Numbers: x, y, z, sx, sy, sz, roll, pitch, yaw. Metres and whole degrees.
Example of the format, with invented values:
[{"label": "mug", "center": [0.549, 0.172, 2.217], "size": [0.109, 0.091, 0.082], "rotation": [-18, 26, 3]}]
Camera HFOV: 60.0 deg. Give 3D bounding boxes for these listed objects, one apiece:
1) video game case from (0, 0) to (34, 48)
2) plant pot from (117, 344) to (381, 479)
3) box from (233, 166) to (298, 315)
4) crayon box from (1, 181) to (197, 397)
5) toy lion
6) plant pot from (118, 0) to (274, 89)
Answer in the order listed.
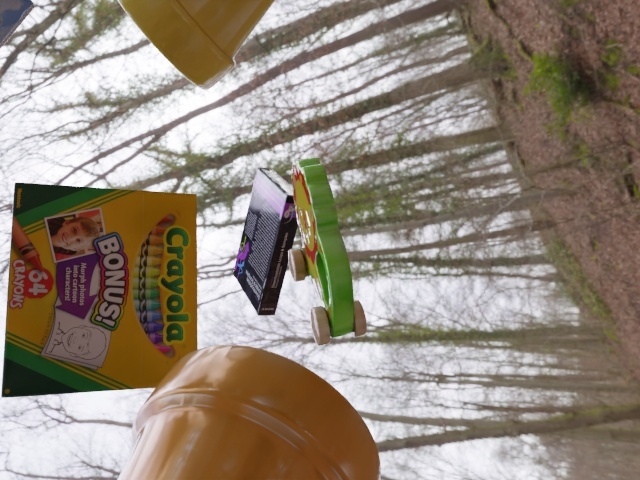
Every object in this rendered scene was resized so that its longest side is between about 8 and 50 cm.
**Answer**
[{"label": "video game case", "center": [-0.391, -0.213, 0.542], "size": [0.023, 0.193, 0.212], "rotation": [30, -102, 2]}, {"label": "plant pot", "center": [-0.078, 0.215, 0.406], "size": [0.205, 0.205, 0.188], "rotation": [66, -150, -19]}, {"label": "box", "center": [-0.071, 0.000, 0.719], "size": [0.029, 0.116, 0.162], "rotation": [7, -69, -28]}, {"label": "crayon box", "center": [-0.389, 0.088, 1.015], "size": [0.313, 0.106, 0.363], "rotation": [2, -102, -22]}, {"label": "toy lion", "center": [0.000, 0.000, 0.350], "size": [0.034, 0.100, 0.096], "rotation": [-11, -52, -11]}, {"label": "plant pot", "center": [-0.215, -0.459, 1.048], "size": [0.254, 0.239, 0.254], "rotation": [49, -170, -12]}]
